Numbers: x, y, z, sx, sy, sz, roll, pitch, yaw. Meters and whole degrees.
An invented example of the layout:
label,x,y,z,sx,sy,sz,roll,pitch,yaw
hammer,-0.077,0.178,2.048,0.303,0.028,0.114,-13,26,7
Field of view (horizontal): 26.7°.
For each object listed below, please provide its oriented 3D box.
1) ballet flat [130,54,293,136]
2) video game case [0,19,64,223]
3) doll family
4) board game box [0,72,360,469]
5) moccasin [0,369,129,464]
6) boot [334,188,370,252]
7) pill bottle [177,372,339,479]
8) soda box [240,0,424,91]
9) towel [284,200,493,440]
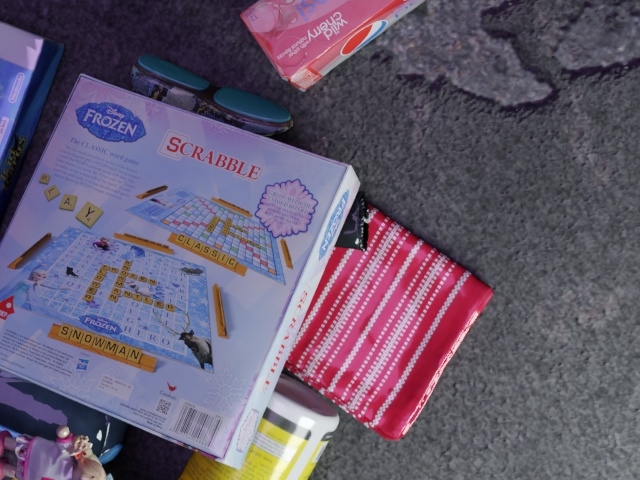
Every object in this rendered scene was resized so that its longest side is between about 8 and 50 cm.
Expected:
label,x,y,z,sx,sy,sz,roll,pitch,yaw
ballet flat,-0.119,-0.140,1.453,0.188,0.070,0.070,25,95,13
video game case,-0.448,-0.139,1.519,0.244,0.061,0.269,22,94,13
doll family,-0.252,0.308,1.402,0.163,0.118,0.263,9,99,25
board game box,-0.165,0.025,1.368,0.318,0.066,0.318,21,79,17
moccasin,-0.363,0.134,1.478,0.342,0.138,0.117,22,90,-2
boot,0.000,0.000,1.401,0.099,0.045,0.121,0,84,11
pill bottle,-0.079,0.244,1.404,0.119,0.119,0.208,30,96,11
soda box,0.052,-0.270,1.398,0.263,0.083,0.092,-36,83,9
towel,0.022,0.060,1.429,0.275,0.031,0.199,34,96,11
